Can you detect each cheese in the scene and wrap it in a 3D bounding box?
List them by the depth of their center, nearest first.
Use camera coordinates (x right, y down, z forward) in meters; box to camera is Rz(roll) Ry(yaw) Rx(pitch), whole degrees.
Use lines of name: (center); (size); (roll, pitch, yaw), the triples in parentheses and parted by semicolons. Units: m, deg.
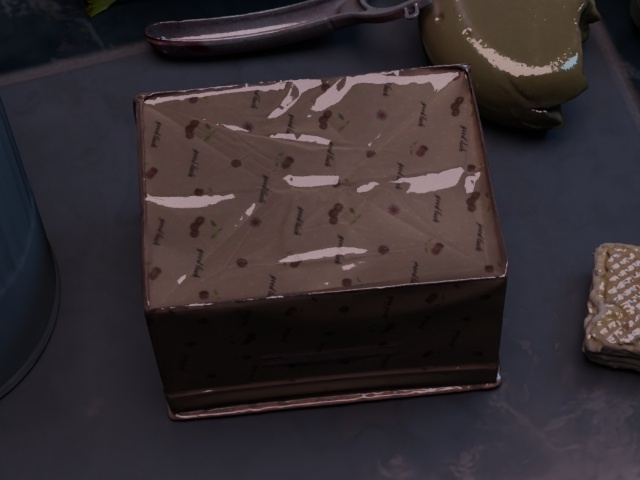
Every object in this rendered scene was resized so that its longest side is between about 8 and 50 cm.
cheese: (0.183, -0.194, 1.627); (0.175, 0.091, 0.202); (-8, 61, -4)

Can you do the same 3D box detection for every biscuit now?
biscuit: (0.348, 0.072, 1.484); (0.239, 0.062, 0.108); (8, 62, 7)

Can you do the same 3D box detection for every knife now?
knife: (-0.030, -0.211, 1.647); (0.278, 0.053, 0.123); (-14, 35, 7)

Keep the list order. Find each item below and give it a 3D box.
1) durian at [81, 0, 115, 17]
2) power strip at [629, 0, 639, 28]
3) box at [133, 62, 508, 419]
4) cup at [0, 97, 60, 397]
durian: (-0.125, -0.354, 1.598); (0.355, 0.169, 0.157); (-21, 39, 34)
power strip: (0.366, -0.299, 1.674); (0.261, 0.141, 0.229); (22, 75, 4)
box: (0.000, 0.000, 1.460); (0.297, 0.190, 0.225); (-5, 58, -3)
cup: (-0.342, -0.047, 1.419); (0.257, 0.311, 0.331); (33, 65, 18)
